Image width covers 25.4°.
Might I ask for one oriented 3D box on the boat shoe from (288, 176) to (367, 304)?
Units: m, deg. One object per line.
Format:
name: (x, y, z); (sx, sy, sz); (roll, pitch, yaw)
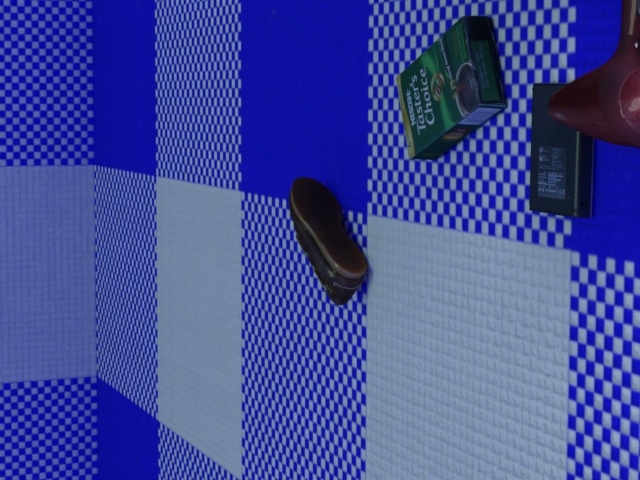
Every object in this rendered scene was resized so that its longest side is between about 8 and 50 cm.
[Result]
boat shoe: (0.000, 0.000, 1.984); (0.207, 0.073, 0.073); (-113, 33, -41)

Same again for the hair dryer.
hair dryer: (0.300, -0.189, 1.290); (0.293, 0.080, 0.223); (126, 153, -46)

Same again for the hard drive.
hard drive: (0.247, -0.094, 1.458); (0.094, 0.022, 0.135); (-164, 73, -66)

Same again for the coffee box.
coffee box: (0.149, -0.174, 1.658); (0.184, 0.040, 0.113); (145, 120, -63)
